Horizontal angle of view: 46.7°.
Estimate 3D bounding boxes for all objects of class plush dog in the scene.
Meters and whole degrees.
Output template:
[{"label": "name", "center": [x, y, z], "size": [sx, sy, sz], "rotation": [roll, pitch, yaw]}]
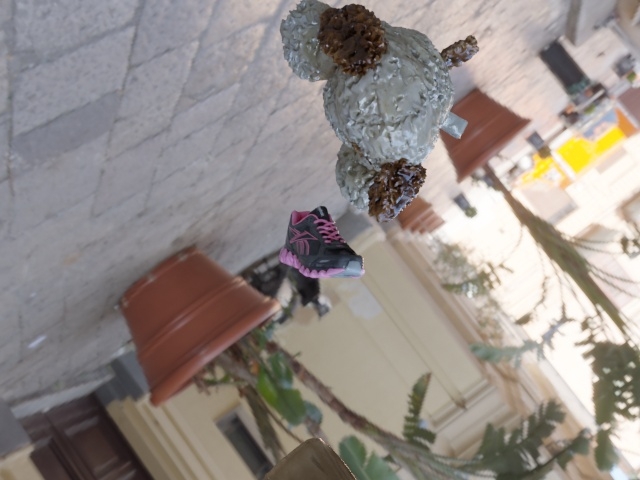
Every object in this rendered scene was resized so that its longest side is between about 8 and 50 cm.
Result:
[{"label": "plush dog", "center": [0.076, -0.152, 0.808], "size": [0.210, 0.263, 0.225], "rotation": [-18, -161, 16]}]

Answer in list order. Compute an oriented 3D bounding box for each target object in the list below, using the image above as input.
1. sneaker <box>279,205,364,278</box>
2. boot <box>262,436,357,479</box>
[{"label": "sneaker", "center": [0.000, 0.000, 0.625], "size": [0.047, 0.057, 0.119], "rotation": [5, -173, -28]}, {"label": "boot", "center": [-0.007, 0.407, 0.902], "size": [0.236, 0.269, 0.089], "rotation": [-37, 135, -17]}]
